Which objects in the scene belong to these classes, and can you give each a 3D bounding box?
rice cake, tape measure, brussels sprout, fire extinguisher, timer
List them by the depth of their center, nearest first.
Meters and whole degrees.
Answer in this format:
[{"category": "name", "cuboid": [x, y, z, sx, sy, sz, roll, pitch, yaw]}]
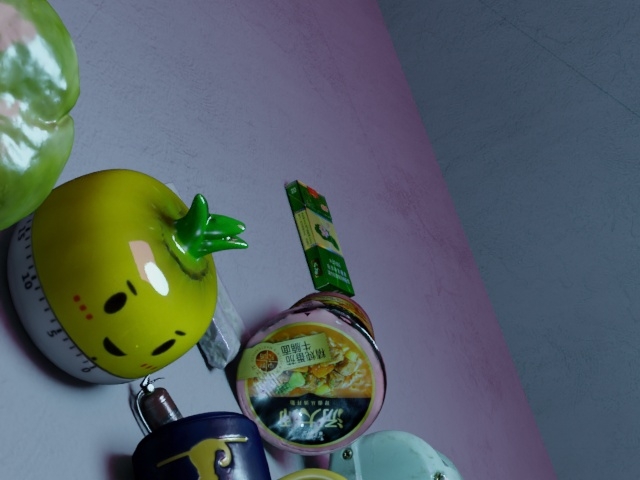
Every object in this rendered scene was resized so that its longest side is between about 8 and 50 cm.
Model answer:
[{"category": "brussels sprout", "cuboid": [-0.388, -0.124, 1.125, 0.243, 0.316, 0.274, -125, -162, -49]}, {"category": "timer", "cuboid": [-0.213, 0.024, 1.397, 0.285, 0.285, 0.285, 52, 24, -34]}, {"category": "fire extinguisher", "cuboid": [-0.199, 0.247, 1.509, 0.064, 0.043, 0.158, -40, 106, -38]}, {"category": "rice cake", "cuboid": [-0.195, 0.048, 1.740, 0.298, 0.050, 0.106, 63, 19, -4]}, {"category": "tape measure", "cuboid": [0.103, 0.410, 1.781, 0.125, 0.246, 0.243, 39, 53, -49]}]

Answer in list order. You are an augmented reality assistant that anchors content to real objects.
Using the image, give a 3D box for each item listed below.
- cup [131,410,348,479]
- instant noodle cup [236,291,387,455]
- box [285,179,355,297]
[{"category": "cup", "cuboid": [-0.092, 0.352, 1.404, 0.255, 0.178, 0.256, 4, 58, -35]}, {"category": "instant noodle cup", "cuboid": [-0.003, 0.190, 1.848, 0.244, 0.244, 0.255, 62, 11, -8]}, {"category": "box", "cuboid": [0.000, 0.000, 2.321, 0.132, 0.034, 0.235, 27, 42, -60]}]
